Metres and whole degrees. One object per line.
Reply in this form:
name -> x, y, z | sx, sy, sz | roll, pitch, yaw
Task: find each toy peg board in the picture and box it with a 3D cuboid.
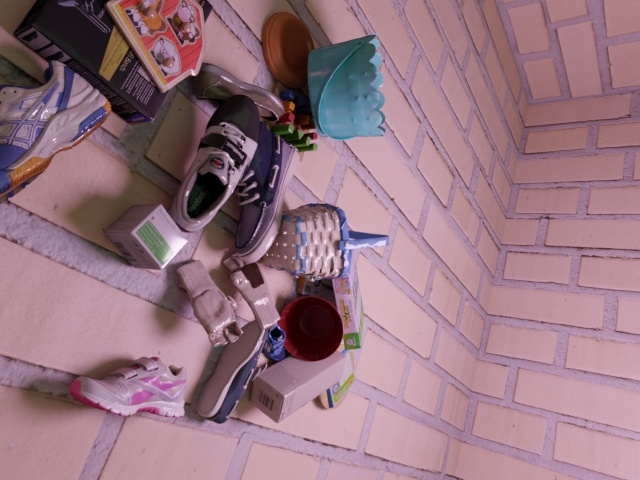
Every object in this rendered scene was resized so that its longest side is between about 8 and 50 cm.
toy peg board -> -0.062, -0.321, 1.280 | 0.161, 0.079, 0.160 | 28, 71, -50

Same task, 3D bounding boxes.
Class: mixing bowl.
mixing bowl -> -0.018, 0.237, 1.324 | 0.098, 0.182, 0.181 | -20, 110, -79

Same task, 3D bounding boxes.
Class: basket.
basket -> 0.000, 0.000, 1.252 | 0.289, 0.255, 0.201 | -11, 100, -32

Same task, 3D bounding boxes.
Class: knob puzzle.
knob puzzle -> -0.283, -0.407, 0.900 | 0.213, 0.030, 0.213 | -5, 96, -53

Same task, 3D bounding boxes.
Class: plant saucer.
plant saucer -> -0.076, -0.518, 1.284 | 0.200, 0.037, 0.199 | -4, 95, -51

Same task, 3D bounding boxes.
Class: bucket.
bucket -> 0.079, -0.413, 1.303 | 0.281, 0.183, 0.281 | -4, 90, -77

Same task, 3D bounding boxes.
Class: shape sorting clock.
shape sorting clock -> 0.051, 0.434, 1.504 | 0.206, 0.040, 0.206 | -3, 94, -56

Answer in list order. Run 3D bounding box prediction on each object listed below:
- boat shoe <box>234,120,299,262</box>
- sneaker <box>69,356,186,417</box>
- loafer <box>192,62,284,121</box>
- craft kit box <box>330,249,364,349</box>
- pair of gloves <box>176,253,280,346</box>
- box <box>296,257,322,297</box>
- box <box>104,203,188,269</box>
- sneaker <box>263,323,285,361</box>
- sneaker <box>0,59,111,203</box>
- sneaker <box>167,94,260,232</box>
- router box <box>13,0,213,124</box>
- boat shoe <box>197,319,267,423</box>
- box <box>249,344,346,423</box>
boat shoe -> -0.169, -0.126, 1.139 | 0.158, 0.127, 0.340 | 37, 55, -39
sneaker -> -0.365, 0.280, 0.927 | 0.252, 0.103, 0.111 | 34, 62, -55
loafer -> -0.196, -0.326, 1.110 | 0.251, 0.094, 0.087 | 14, 85, -42
craft kit box -> 0.087, 0.161, 1.431 | 0.250, 0.061, 0.246 | -69, 147, -71
pair of gloves -> -0.202, 0.126, 1.095 | 0.240, 0.042, 0.204 | -11, 73, -53
box -> -0.028, 0.112, 1.395 | 0.081, 0.028, 0.136 | 24, 76, -50
box -> -0.340, -0.007, 0.926 | 0.087, 0.102, 0.101 | -56, 131, -36
sneaker -> -0.123, 0.269, 1.258 | 0.053, 0.059, 0.144 | -47, 129, -41
sneaker -> -0.485, -0.170, 0.753 | 0.131, 0.112, 0.296 | 47, 53, -21
sneaker -> -0.206, -0.164, 0.991 | 0.123, 0.146, 0.330 | 26, 82, -21
router box -> -0.365, -0.416, 0.885 | 0.243, 0.081, 0.308 | 41, 61, -45
boat shoe -> -0.196, 0.316, 1.138 | 0.079, 0.095, 0.254 | 49, 57, -40
box -> -0.055, 0.377, 1.293 | 0.275, 0.113, 0.094 | -14, 124, -50
